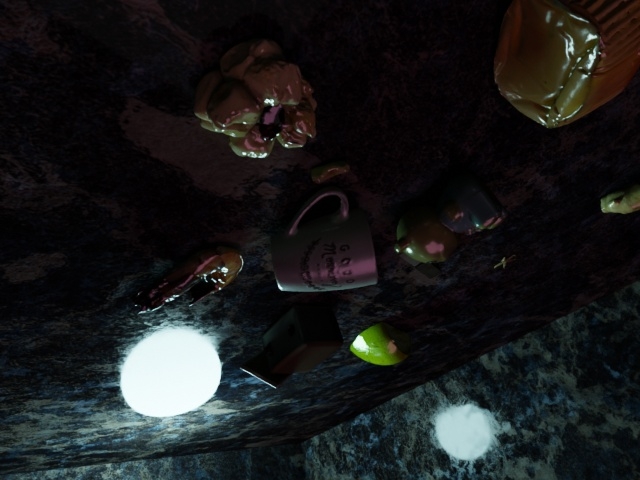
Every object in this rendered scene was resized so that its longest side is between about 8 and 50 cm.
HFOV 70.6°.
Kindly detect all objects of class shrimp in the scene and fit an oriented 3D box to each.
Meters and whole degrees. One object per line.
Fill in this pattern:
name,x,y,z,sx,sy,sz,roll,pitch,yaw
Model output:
shrimp,-0.318,0.103,1.131,0.289,0.075,0.178,-35,150,1

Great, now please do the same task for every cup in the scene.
cup,0.000,0.000,1.064,0.234,0.186,0.257,-10,118,-1

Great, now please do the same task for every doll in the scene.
doll,0.313,-0.045,1.142,0.261,0.161,0.177,-39,165,26

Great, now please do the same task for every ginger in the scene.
ginger,1.081,-0.197,1.362,0.348,0.122,0.363,-22,159,-12

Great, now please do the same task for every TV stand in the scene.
TV stand,0.312,0.062,1.420,0.049,0.040,0.256,-32,146,21

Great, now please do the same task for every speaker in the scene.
speaker,-0.065,0.335,1.531,0.193,0.153,0.231,10,138,-37

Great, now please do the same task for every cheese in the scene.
cheese,0.021,-0.144,0.944,0.083,0.044,0.030,-15,132,-2

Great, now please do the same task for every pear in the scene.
pear,0.248,0.471,1.942,0.239,0.139,0.288,-24,148,25

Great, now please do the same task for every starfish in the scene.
starfish,0.679,0.079,1.669,0.092,0.016,0.086,-37,142,30

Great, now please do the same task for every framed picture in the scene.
framed picture,-0.168,0.441,1.591,0.203,0.150,0.015,-15,126,-69

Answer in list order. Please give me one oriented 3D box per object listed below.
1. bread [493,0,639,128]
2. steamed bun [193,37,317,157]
bread,0.420,-0.330,0.752,0.156,0.204,0.288,-39,151,-2
steamed bun,-0.102,-0.206,0.724,0.192,0.106,0.177,-23,147,10
